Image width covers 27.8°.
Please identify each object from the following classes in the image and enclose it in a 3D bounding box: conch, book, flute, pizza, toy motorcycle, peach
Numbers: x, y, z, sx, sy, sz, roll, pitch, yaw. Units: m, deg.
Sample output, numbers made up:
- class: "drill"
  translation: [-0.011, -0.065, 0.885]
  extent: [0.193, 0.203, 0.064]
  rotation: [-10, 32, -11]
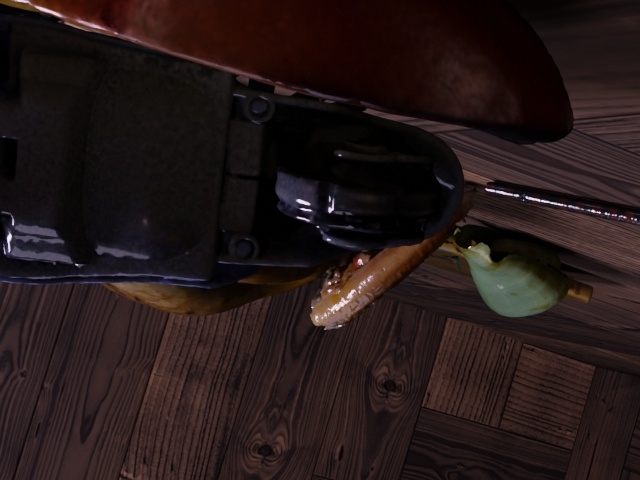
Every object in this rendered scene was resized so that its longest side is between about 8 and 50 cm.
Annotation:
- class: "conch"
  translation: [0.196, 0.028, 1.315]
  extent: [0.105, 0.079, 0.170]
  rotation: [-4, 159, 31]
- class: "book"
  translation: [0.090, -0.007, 1.496]
  extent: [0.388, 0.032, 0.269]
  rotation: [19, 177, -22]
- class: "flute"
  translation: [0.237, -0.016, 0.939]
  extent: [0.269, 0.014, 0.014]
  rotation: [13, 175, 34]
- class: "pizza"
  translation: [0.062, -0.011, 1.143]
  extent: [0.052, 0.185, 0.195]
  rotation: [47, -161, -11]
- class: "toy motorcycle"
  translation: [-0.110, -0.052, 0.638]
  extent: [0.358, 0.125, 0.212]
  rotation: [7, -167, -5]
- class: "peach"
  translation: [-0.030, -0.102, 0.517]
  extent: [0.279, 0.068, 0.189]
  rotation: [15, -173, -8]

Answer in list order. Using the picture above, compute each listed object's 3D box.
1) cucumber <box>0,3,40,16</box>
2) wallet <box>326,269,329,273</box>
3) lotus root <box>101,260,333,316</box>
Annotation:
- class: "cucumber"
  translation: [-0.220, -0.157, 0.764]
  extent: [0.034, 0.033, 0.135]
  rotation: [-29, 152, 25]
- class: "wallet"
  translation: [0.000, 0.000, 1.627]
  extent: [0.118, 0.039, 0.153]
  rotation: [21, -165, 1]
- class: "lotus root"
  translation: [-0.103, -0.027, 1.036]
  extent: [0.193, 0.193, 0.291]
  rotation: [13, 175, 39]
